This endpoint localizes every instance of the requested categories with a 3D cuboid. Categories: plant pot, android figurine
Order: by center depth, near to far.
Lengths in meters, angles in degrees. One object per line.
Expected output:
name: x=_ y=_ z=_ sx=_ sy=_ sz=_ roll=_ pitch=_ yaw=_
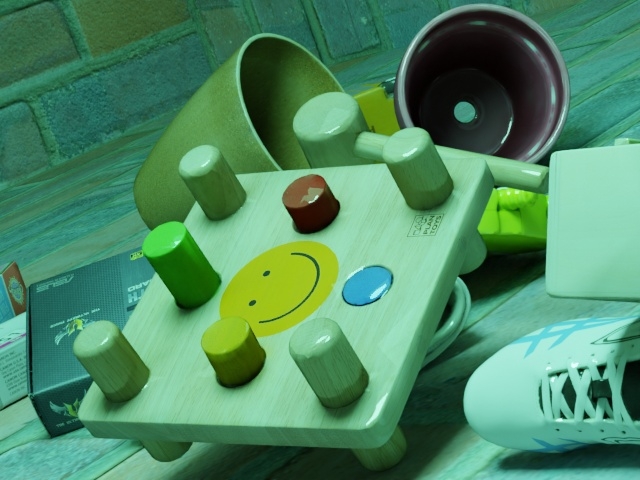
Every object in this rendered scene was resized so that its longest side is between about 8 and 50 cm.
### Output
android figurine: x=0.098 y=-0.012 z=1.451 sx=0.273 sy=0.056 sz=0.248 roll=-12 pitch=-13 yaw=41
plant pot: x=0.182 y=-0.160 z=1.884 sx=0.201 sy=0.201 sz=0.180 roll=-20 pitch=-5 yaw=-4
plant pot: x=-0.107 y=-0.096 z=2.013 sx=0.254 sy=0.237 sz=0.237 roll=-31 pitch=4 yaw=34

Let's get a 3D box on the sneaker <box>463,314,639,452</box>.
sneaker: x=0.183 y=0.083 z=0.938 sx=0.237 sy=0.085 sz=0.086 roll=-10 pitch=-9 yaw=34

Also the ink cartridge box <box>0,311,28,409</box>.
ink cartridge box: x=-0.306 y=0.100 z=1.754 sx=0.275 sy=0.060 sz=0.239 roll=-28 pitch=16 yaw=-37

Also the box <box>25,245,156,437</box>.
box: x=-0.156 y=0.073 z=1.488 sx=0.233 sy=0.059 sz=0.183 roll=-19 pitch=33 yaw=2

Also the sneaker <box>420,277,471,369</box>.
sneaker: x=-0.026 y=0.076 z=1.280 sx=0.293 sy=0.108 sz=0.169 roll=-21 pitch=8 yaw=-13

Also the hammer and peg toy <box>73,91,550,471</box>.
hammer and peg toy: x=0.000 y=0.000 z=1.174 sx=0.266 sy=0.127 sz=0.361 roll=-2 pitch=45 yaw=33

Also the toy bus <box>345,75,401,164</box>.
toy bus: x=0.008 y=-0.135 z=2.218 sx=0.333 sy=0.108 sz=0.130 roll=-23 pitch=10 yaw=-14

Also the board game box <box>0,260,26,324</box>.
board game box: x=-0.540 y=0.128 z=1.988 sx=0.317 sy=0.064 sz=0.242 roll=-18 pitch=11 yaw=7

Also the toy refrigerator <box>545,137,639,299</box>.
toy refrigerator: x=0.268 y=-0.006 z=0.942 sx=0.270 sy=0.094 sz=0.102 roll=4 pitch=-3 yaw=-32
